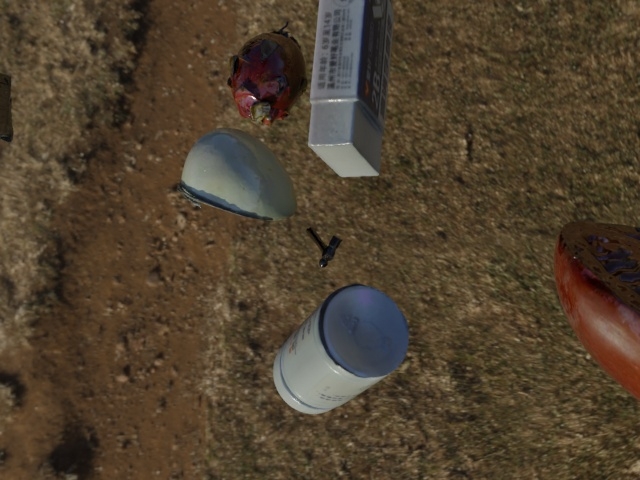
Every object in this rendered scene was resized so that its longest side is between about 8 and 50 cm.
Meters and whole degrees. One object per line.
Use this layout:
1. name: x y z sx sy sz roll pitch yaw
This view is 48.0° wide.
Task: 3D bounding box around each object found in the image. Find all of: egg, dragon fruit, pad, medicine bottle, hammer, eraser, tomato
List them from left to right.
1. pad: -0.702 -0.285 1.423 0.022 0.174 0.233 -57 39 32
2. egg: -0.172 -0.161 1.667 0.264 0.286 0.174 -121 49 -63
3. dragon fruit: -0.079 -0.286 1.169 0.125 0.125 0.246 -42 21 35
4. hammer: 0.000 0.000 1.408 0.065 0.021 0.178 -58 20 7
5. medicine bottle: 0.030 0.235 1.483 0.332 0.190 0.190 128 131 -58
6. eraser: 0.038 -0.192 0.836 0.068 0.124 0.210 1 79 19
7. tomato: 0.218 0.055 0.418 0.174 0.166 0.082 -128 41 -55
